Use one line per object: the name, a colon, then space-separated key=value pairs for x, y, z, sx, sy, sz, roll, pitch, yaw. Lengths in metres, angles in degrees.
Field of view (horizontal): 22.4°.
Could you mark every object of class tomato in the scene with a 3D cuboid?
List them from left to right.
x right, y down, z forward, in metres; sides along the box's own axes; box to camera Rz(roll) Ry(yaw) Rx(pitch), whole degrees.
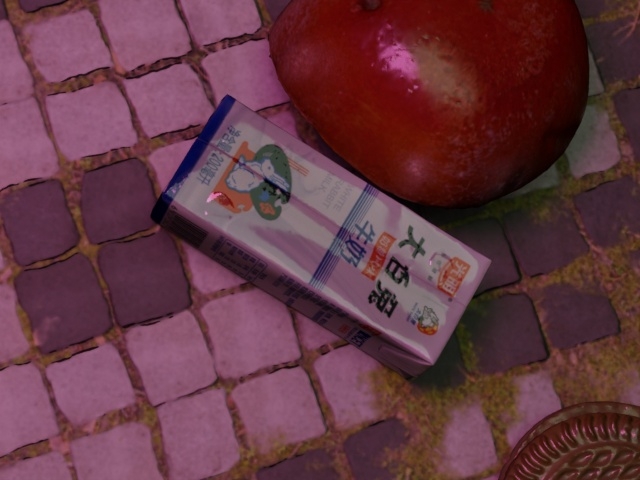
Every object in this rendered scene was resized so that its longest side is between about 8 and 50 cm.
tomato: x=0.134 y=-0.201 z=1.603 sx=0.338 sy=0.144 sz=0.338 roll=7 pitch=61 yaw=-13

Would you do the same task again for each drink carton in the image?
drink carton: x=0.000 y=0.000 z=1.587 sx=0.315 sy=0.106 sz=0.131 roll=33 pitch=74 yaw=-3

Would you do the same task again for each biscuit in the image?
biscuit: x=0.286 y=0.284 z=1.597 sx=0.259 sy=0.079 sz=0.259 roll=2 pitch=77 yaw=-10
